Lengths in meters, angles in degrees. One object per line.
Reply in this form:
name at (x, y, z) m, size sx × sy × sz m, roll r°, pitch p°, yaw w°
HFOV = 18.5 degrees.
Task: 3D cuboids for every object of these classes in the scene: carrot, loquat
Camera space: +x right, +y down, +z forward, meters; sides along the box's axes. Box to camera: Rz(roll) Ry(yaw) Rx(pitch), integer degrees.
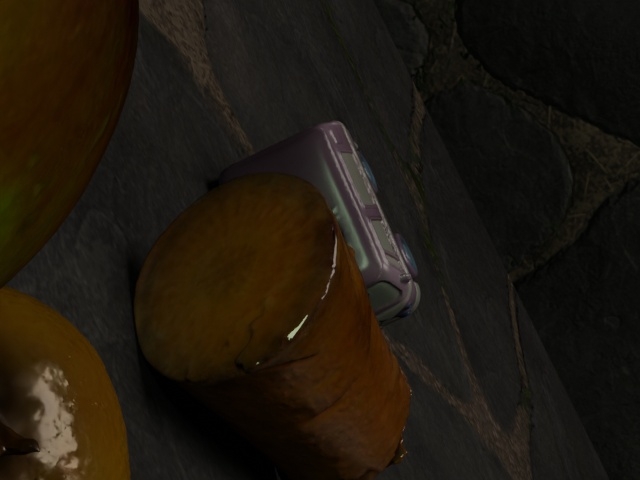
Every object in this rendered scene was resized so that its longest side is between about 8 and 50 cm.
carrot at (-0.014, 0.091, 1.595) m, size 0.254 × 0.196 × 0.196 m, roll 50°, pitch 20°, yaw -46°
loquat at (-0.190, 0.112, 0.895) m, size 0.208 × 0.208 × 0.208 m, roll 58°, pitch 16°, yaw -26°

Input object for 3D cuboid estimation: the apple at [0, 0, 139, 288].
apple at (-0.260, -0.096, 0.734) m, size 0.374 × 0.374 × 0.384 m, roll 60°, pitch -8°, yaw -18°

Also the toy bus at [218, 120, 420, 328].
toy bus at (0.000, 0.000, 1.901) m, size 0.202 × 0.142 × 0.142 m, roll 67°, pitch 9°, yaw 10°
